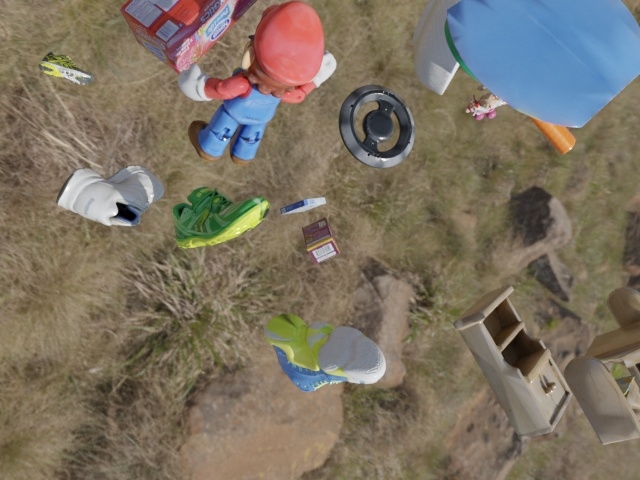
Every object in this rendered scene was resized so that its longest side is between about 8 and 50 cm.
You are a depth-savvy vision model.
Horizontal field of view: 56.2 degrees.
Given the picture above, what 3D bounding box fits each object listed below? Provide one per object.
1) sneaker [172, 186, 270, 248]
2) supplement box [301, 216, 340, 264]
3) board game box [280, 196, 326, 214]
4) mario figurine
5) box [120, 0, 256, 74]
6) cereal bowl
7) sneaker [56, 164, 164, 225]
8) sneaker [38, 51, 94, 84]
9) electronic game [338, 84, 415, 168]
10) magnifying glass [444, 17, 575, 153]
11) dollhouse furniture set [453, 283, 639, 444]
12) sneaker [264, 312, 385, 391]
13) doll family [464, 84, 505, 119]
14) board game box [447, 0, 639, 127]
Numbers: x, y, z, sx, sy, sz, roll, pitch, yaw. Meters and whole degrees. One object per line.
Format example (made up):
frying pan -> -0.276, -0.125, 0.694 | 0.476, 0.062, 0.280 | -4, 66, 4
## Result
sneaker -> -0.231, -0.056, 1.278 | 0.109, 0.296, 0.123 | -28, 103, -47
supplement box -> 0.000, 0.000, 1.178 | 0.055, 0.083, 0.043 | -25, 123, 7
board game box -> -0.047, -0.093, 1.614 | 0.090, 0.090, 0.020 | -10, 85, -51
mario figurine -> -0.105, -0.275, 1.004 | 0.320, 0.170, 0.198 | -44, 179, 43
box -> -0.250, -0.477, 1.195 | 0.257, 0.128, 0.122 | -50, 169, -11
cereal bowl -> 0.339, -0.566, 1.575 | 0.338, 0.141, 0.339 | -62, 174, -11
sneaker -> -0.409, -0.080, 1.248 | 0.111, 0.129, 0.297 | -57, 172, 18
sneaker -> -0.394, -0.271, 0.934 | 0.031, 0.083, 0.035 | 131, -26, -68
electronic game -> 0.154, -0.307, 1.611 | 0.229, 0.048, 0.229 | 3, 83, -22
magnifying glass -> 0.238, -0.196, 0.746 | 0.231, 0.026, 0.092 | 41, 55, -15
dollhouse furniture set -> 0.490, 0.163, 1.079 | 0.362, 0.394, 0.256 | -24, 83, -51
sneaker -> 0.013, 0.204, 1.002 | 0.091, 0.240, 0.126 | -37, 129, -35
doll family -> 0.456, -0.355, 1.358 | 0.163, 0.263, 0.118 | 12, 73, -81
board game box -> 0.176, -0.152, 0.476 | 0.169, 0.133, 0.033 | -39, 170, -23
